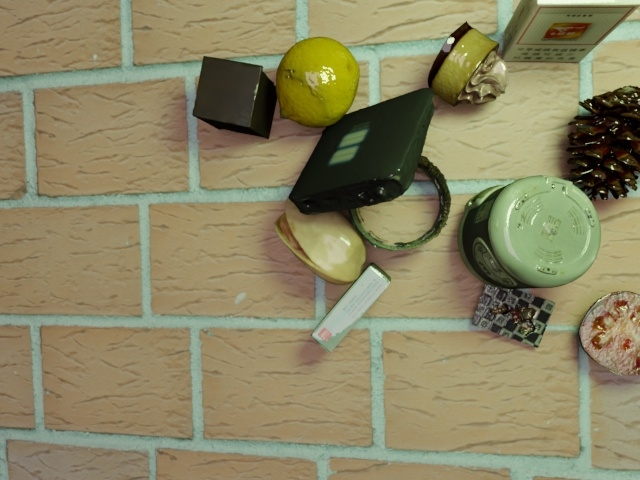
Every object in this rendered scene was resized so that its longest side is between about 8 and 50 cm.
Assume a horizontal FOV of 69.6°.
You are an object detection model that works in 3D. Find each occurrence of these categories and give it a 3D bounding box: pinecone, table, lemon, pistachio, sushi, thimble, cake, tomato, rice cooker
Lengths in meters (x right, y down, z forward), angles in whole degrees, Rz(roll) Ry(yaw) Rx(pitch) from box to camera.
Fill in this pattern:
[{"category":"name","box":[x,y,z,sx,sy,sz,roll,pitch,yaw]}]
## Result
[{"category":"pinecone","box":[0.740,-0.239,1.155,0.247,0.246,0.291,14,114,9]},{"category":"table","box":[-0.233,-0.402,1.313,0.169,0.193,0.172,13,94,9]},{"category":"lemon","box":[-0.007,-0.436,1.258,0.229,0.228,0.253,17,62,8]},{"category":"pistachio","box":[0.000,0.000,1.295,0.299,0.187,0.187,42,98,14]},{"category":"sushi","box":[0.533,0.202,1.293,0.201,0.031,0.139,20,95,5]},{"category":"thimble","box":[0.214,-0.105,1.273,0.271,0.150,0.270,0,92,10]},{"category":"cake","box":[0.400,-0.433,1.197,0.178,0.208,0.185,39,94,19]},{"category":"tomato","box":[0.796,0.240,1.224,0.225,0.085,0.224,0,91,13]},{"category":"rice cooker","box":[0.508,-0.013,1.165,0.289,0.277,0.288,1,84,-6]}]

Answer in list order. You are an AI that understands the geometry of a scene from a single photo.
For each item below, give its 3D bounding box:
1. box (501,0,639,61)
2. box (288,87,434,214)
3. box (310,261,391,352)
[{"category":"box","box":[0.581,-0.530,1.102,0.211,0.330,0.095,4,93,9]},{"category":"box","box":[0.106,-0.226,1.173,0.359,0.091,0.350,-6,47,40]},{"category":"box","box":[0.089,0.188,1.312,0.079,0.135,0.269,40,98,6]}]
